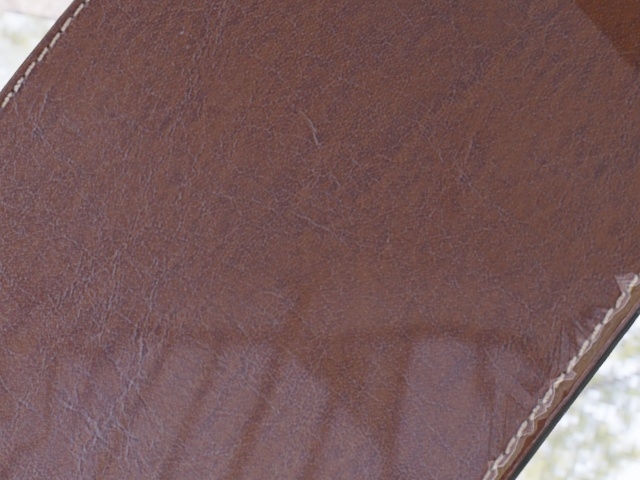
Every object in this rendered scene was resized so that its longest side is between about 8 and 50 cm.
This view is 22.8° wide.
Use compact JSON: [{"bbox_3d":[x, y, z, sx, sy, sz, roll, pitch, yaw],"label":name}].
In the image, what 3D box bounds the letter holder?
[{"bbox_3d":[0.000,0.000,0.578,0.214,0.302,0.152,37,174,9],"label":"letter holder"}]
